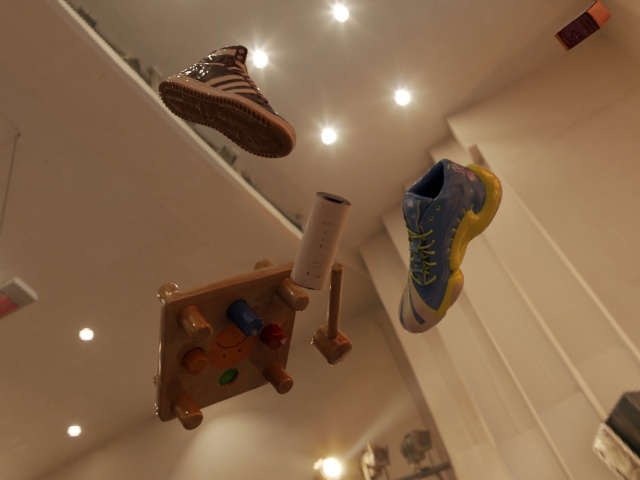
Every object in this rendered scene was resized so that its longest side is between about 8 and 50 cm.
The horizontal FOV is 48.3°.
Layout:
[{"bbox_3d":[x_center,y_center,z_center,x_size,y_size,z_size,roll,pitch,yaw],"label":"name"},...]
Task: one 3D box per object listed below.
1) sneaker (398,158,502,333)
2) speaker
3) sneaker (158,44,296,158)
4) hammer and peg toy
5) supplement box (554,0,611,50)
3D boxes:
[{"bbox_3d":[0.137,0.000,0.935,0.126,0.091,0.240,25,-89,-32],"label":"sneaker"},{"bbox_3d":[0.000,0.000,1.031,0.055,0.055,0.136,9,-72,-23],"label":"speaker"},{"bbox_3d":[-0.127,-0.247,1.228,0.153,0.282,0.099,-45,-30,-34],"label":"sneaker"},{"bbox_3d":[-0.109,0.150,1.218,0.361,0.127,0.266,-15,-51,-35],"label":"hammer and peg toy"},{"bbox_3d":[0.492,-0.403,1.340,0.043,0.055,0.083,49,-32,-4],"label":"supplement box"}]
